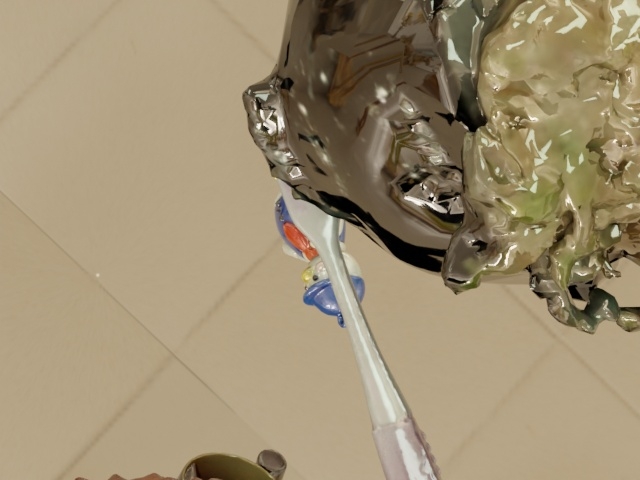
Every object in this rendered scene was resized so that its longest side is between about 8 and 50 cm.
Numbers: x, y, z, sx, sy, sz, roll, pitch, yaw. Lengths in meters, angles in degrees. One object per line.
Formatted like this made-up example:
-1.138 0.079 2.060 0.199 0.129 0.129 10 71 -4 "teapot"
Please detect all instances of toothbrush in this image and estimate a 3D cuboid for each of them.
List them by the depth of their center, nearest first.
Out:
0.043 0.108 0.621 0.024 0.029 0.354 -19 98 10 "toothbrush"

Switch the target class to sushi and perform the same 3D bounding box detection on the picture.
0.115 -0.069 0.515 0.238 0.218 0.225 38 86 -39 "sushi"

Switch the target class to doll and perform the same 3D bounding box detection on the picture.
0.000 0.000 1.066 0.057 0.099 0.143 -4 64 -30 "doll"

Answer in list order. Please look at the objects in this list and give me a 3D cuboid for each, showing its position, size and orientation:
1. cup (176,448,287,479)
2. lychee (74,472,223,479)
-0.137 0.359 1.838 0.166 0.239 0.177 20 118 -7 "cup"
-0.200 0.445 1.408 0.500 0.424 0.425 -28 93 -19 "lychee"
